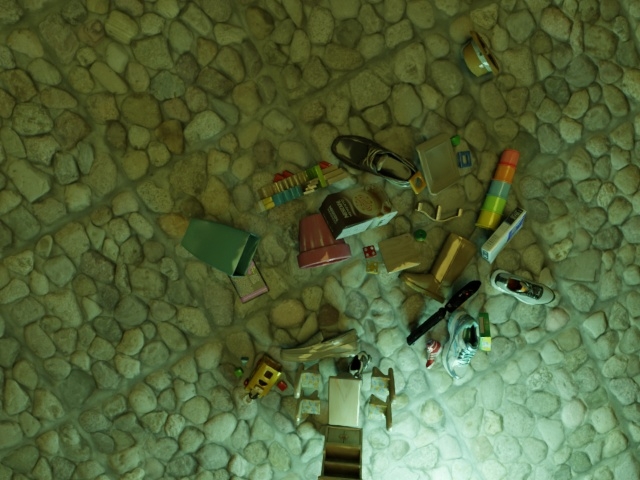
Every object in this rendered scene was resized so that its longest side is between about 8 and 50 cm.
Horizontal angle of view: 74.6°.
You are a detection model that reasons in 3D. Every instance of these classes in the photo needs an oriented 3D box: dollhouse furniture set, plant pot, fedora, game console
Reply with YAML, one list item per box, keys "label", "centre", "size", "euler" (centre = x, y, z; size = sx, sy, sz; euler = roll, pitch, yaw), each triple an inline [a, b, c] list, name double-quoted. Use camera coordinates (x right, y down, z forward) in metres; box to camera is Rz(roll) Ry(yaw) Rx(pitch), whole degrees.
- label: "dollhouse furniture set"
  centre: [0.085, 0.695, 1.571]
  size: [0.363, 0.256, 0.393]
  euler: [2, 112, 5]
- label: "plant pot"
  centre: [0.000, 0.000, 1.578]
  size: [0.202, 0.201, 0.180]
  euler: [-13, 82, -2]
- label: "fedora"
  centre: [0.587, -0.680, 1.565]
  size: [0.079, 0.194, 0.194]
  euler: [-30, 100, 37]
- label: "game console"
  centre: [0.479, 0.284, 1.650]
  size: [0.361, 0.213, 0.044]
  euler: [-47, 74, 20]
- label: "plant pot"
  centre: [-0.375, 0.016, 1.553]
  size: [0.235, 0.165, 0.165]
  euler: [21, 87, 7]

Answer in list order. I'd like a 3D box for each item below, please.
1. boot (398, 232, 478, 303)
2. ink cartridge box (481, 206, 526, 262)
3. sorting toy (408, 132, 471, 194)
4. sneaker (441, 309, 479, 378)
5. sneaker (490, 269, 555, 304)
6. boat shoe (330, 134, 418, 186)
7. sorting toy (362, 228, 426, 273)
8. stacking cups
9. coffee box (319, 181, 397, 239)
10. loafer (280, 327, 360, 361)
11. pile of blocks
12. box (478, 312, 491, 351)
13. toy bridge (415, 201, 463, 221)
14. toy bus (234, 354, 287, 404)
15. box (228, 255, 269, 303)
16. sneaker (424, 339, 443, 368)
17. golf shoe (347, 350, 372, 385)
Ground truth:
- label: "boot"
  centre: [0.463, 0.088, 1.669]
  size: [0.236, 0.089, 0.269]
  euler: [27, 94, -17]
- label: "ink cartridge box"
  centre: [0.710, -0.015, 1.635]
  size: [0.045, 0.208, 0.206]
  euler: [41, 92, 27]
- label: "sorting toy"
  centre: [0.438, -0.288, 1.587]
  size: [0.348, 0.047, 0.195]
  euler: [-29, 104, -29]
- label: "sneaker"
  centre: [0.568, 0.430, 1.683]
  size: [0.110, 0.122, 0.282]
  euler: [-2, 98, -22]
- label: "sneaker"
  centre: [0.825, 0.200, 1.694]
  size: [0.272, 0.108, 0.100]
  euler: [18, 93, -7]
- label: "boat shoe"
  centre: [0.214, -0.308, 1.575]
  size: [0.356, 0.130, 0.132]
  euler: [19, 95, -6]
- label: "sorting toy"
  centre: [0.297, 0.057, 1.649]
  size: [0.275, 0.046, 0.132]
  euler: [-17, 72, -1]
- label: "stacking cups"
  centre: [0.707, -0.196, 1.649]
  size: [0.096, 0.096, 0.315]
  euler: [20, 93, -6]
- label: "coffee box"
  centre: [0.139, -0.111, 1.537]
  size: [0.247, 0.098, 0.141]
  euler: [-18, 71, -31]
- label: "loafer"
  centre: [-0.004, 0.414, 1.667]
  size: [0.320, 0.112, 0.111]
  euler: [-7, 85, -5]
- label: "pile of blocks"
  centre: [-0.091, -0.217, 1.556]
  size: [0.363, 0.149, 0.112]
  euler: [-22, 98, -1]
- label: "box"
  centre: [0.651, 0.366, 1.668]
  size: [0.043, 0.179, 0.105]
  euler: [-5, 56, 20]
- label: "toy bridge"
  centre: [0.467, -0.108, 1.671]
  size: [0.189, 0.026, 0.063]
  euler: [7, 97, -5]
- label: "toy bus"
  centre: [-0.237, 0.562, 1.663]
  size: [0.191, 0.104, 0.201]
  euler: [-13, 97, -2]
- label: "box"
  centre: [-0.288, 0.153, 1.648]
  size: [0.116, 0.029, 0.162]
  euler: [-26, 99, -1]
- label: "sneaker"
  centre: [0.449, 0.465, 1.731]
  size: [0.067, 0.042, 0.118]
  euler: [31, 86, -11]
- label: "golf shoe"
  centre: [0.131, 0.536, 1.685]
  size: [0.077, 0.094, 0.197]
  euler: [18, 89, 38]
